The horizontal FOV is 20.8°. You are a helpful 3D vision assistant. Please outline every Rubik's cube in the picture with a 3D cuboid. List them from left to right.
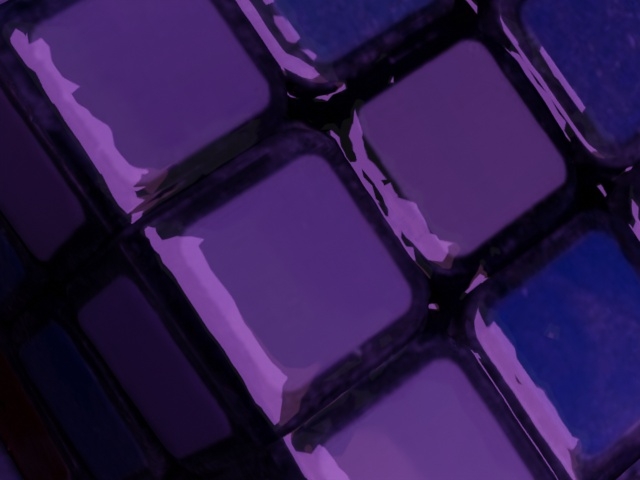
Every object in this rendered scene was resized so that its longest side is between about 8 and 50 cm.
[{"bbox_3d":[0.000,0.000,0.959,0.363,0.359,0.362,-30,90,-30],"label":"Rubik's cube"}]
